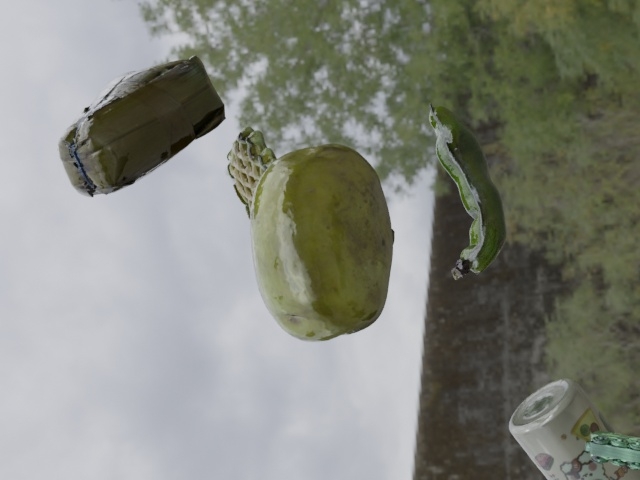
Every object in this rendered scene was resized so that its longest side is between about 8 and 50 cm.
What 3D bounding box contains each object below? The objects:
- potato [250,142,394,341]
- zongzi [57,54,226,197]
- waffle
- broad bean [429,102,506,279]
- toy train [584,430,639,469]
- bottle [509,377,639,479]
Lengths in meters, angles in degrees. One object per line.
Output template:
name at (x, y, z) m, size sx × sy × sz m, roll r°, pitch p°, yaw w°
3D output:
potato at (0.002, 0.001, 1.133) m, size 0.197 × 0.148 × 0.229 m, roll -13°, pitch -95°, yaw -35°
zongzi at (-0.306, -0.149, 1.335) m, size 0.260 × 0.289 × 0.123 m, roll -44°, pitch -59°, yaw -40°
waffle at (-0.090, -0.082, 1.454) m, size 0.169 × 0.036 × 0.183 m, roll 62°, pitch 159°, yaw 9°
broad bean at (0.153, -0.056, 0.982) m, size 0.046 × 0.061 × 0.196 m, roll 95°, pitch 170°, yaw -71°
toy train at (0.359, 0.249, 1.138) m, size 0.053 × 0.083 × 0.033 m, roll -2°, pitch -86°, yaw -57°
bottle at (0.381, 0.322, 1.329) m, size 0.253 × 0.120 × 0.120 m, roll 51°, pitch -159°, yaw -3°
